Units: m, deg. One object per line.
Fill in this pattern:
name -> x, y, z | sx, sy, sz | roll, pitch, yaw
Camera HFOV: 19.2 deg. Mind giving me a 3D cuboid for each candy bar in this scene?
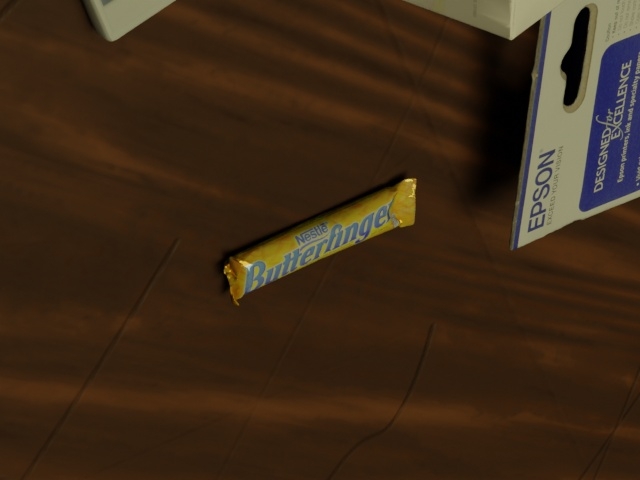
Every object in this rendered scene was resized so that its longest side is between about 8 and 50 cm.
candy bar -> 0.000, 0.000, 1.294 | 0.161, 0.018, 0.040 | -24, 134, -28

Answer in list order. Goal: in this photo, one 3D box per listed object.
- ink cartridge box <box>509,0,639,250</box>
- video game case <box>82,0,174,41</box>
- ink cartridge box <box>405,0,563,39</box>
ink cartridge box -> 0.251, -0.174, 1.351 | 0.307, 0.072, 0.303 | -19, 132, -28
video game case -> -0.077, -0.233, 1.041 | 0.183, 0.023, 0.201 | -36, 138, -16
ink cartridge box -> 0.095, -0.189, 1.122 | 0.092, 0.143, 0.090 | -38, 142, -39
